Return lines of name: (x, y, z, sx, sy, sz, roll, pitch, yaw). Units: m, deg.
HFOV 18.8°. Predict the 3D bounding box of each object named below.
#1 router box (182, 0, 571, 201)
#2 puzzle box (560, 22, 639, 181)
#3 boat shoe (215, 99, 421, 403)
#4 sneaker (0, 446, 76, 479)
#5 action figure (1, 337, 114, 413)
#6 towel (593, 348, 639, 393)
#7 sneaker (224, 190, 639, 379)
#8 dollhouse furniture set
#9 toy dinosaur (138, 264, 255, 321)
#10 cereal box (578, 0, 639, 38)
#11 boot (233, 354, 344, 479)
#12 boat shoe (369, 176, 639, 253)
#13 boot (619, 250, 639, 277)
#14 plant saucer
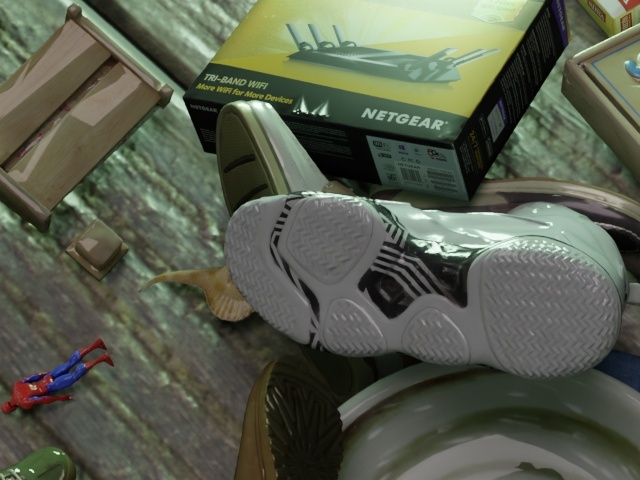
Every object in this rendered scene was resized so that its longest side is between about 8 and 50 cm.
router box: (0.057, -0.170, 1.907, 0.309, 0.081, 0.243, 11, 50, 30)
puzzle box: (0.454, -0.082, 1.853, 0.272, 0.052, 0.409, -28, 58, -16)
boat shoe: (0.000, 0.000, 1.824, 0.103, 0.113, 0.302, -22, 84, -28)
sneaker: (-0.300, 0.252, 1.748, 0.064, 0.086, 0.192, 35, 69, 25)
action figure: (-0.253, 0.135, 1.850, 0.115, 0.030, 0.038, -27, 53, -3)
towel: (0.239, 0.125, 1.784, 0.119, 0.029, 0.067, 13, 61, 16)
sneaker: (0.109, 0.031, 1.711, 0.366, 0.210, 0.137, 11, 101, 23)
dollhouse furniture set: (-0.265, -0.165, 2.026, 0.355, 0.174, 0.303, 43, 70, 2)
toy dinosaur: (-0.085, 0.035, 1.873, 0.183, 0.053, 0.092, 18, 64, 18)
cereal box: (0.359, -0.330, 2.040, 0.240, 0.047, 0.173, -30, 59, -10)
boot: (-0.106, 0.245, 1.650, 0.269, 0.089, 0.236, -31, 41, 35)
boat shoe: (0.175, -0.008, 1.838, 0.285, 0.103, 0.092, 8, 69, 20)
boot: (0.325, 0.056, 1.809, 0.118, 0.042, 0.087, 10, 62, 14)
plant saucer: (0.151, 0.289, 1.653, 0.400, 0.100, 0.400, -4, 58, 6)
